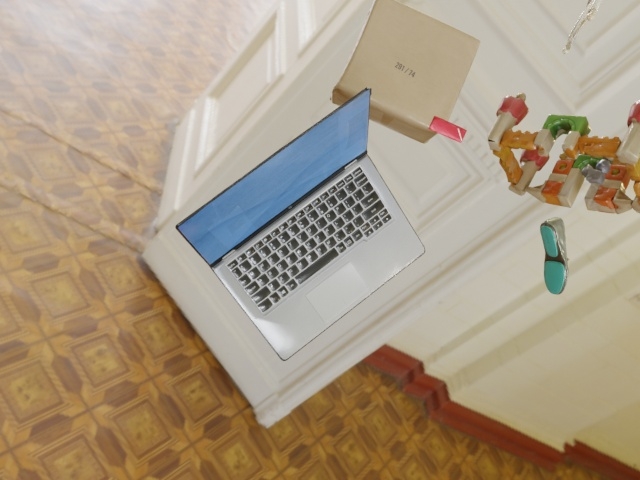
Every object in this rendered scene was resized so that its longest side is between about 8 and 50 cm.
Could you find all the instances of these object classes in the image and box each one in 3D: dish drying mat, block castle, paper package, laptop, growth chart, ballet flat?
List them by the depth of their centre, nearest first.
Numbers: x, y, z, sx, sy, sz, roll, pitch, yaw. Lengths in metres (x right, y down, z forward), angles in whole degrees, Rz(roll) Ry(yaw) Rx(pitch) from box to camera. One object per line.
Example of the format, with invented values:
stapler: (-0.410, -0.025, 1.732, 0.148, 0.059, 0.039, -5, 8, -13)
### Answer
laptop: (0.000, 0.000, 1.163, 0.408, 0.382, 0.236, 56, -8, -20)
dish drying mat: (0.282, -0.245, 1.411, 0.083, 0.032, 0.008, 21, 16, -14)
growth chart: (0.617, -0.524, 1.476, 0.021, 0.172, 0.237, 28, -1, 8)
ballet flat: (0.624, 0.039, 1.673, 0.068, 0.072, 0.213, -26, 113, -29)
block castle: (0.723, -0.257, 1.773, 0.303, 0.453, 0.212, 47, 68, -41)
paper package: (0.235, -0.479, 1.809, 0.325, 0.309, 0.168, 24, -6, -4)
